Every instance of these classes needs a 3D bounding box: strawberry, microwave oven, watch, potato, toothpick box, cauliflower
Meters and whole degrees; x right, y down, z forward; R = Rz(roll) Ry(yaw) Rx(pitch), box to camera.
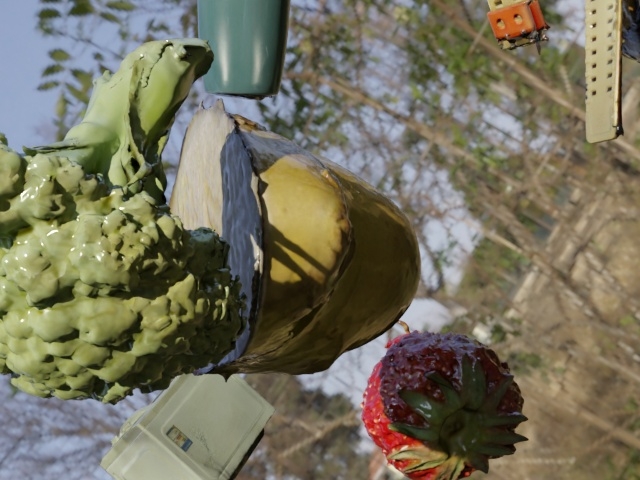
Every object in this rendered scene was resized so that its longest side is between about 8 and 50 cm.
[{"bbox_3d":[0.188,0.259,1.802,0.292,0.292,0.343,-60,24,10],"label":"strawberry"},{"bbox_3d":[-0.184,0.277,1.442,0.129,0.163,0.205,-44,3,34],"label":"microwave oven"},{"bbox_3d":[0.225,-0.231,0.987,0.165,0.102,0.268,-1,-93,-38],"label":"watch"},{"bbox_3d":[0.000,0.000,1.138,0.296,0.289,0.397,-1,-19,-23],"label":"potato"},{"bbox_3d":[-0.099,-0.271,1.312,0.120,0.120,0.184,-15,-71,-69],"label":"toothpick box"},{"bbox_3d":[-0.196,-0.010,0.807,0.327,0.261,0.281,79,-178,-53],"label":"cauliflower"}]

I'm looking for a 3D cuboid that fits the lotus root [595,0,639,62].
[{"bbox_3d":[0.461,-0.288,1.160,0.310,0.182,0.182,-13,-26,-7],"label":"lotus root"}]
